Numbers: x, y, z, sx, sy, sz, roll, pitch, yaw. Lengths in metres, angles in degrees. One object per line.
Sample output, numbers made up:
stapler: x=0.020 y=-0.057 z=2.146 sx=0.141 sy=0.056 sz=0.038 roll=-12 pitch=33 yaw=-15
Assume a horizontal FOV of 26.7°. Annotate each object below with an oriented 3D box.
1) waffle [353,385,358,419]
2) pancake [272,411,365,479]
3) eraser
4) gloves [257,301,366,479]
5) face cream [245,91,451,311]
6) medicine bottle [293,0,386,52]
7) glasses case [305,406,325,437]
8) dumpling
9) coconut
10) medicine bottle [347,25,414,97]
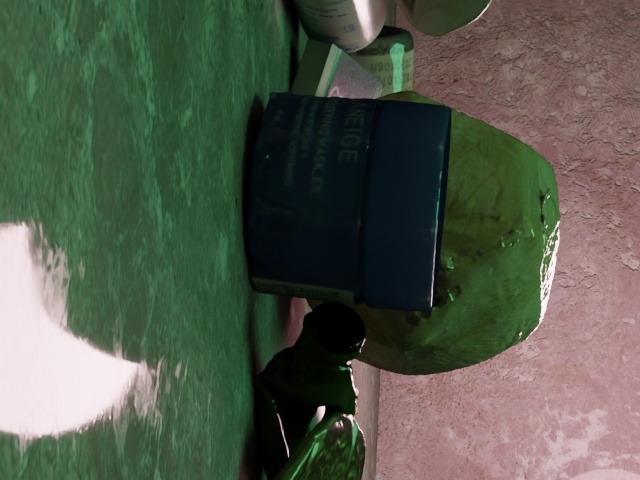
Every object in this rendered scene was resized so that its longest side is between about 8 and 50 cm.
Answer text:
waffle: x=0.034 y=0.379 z=2.415 sx=0.301 sy=0.058 sz=0.282 roll=-70 pitch=162 yaw=-74
pancake: x=-0.019 y=0.321 z=1.593 sx=0.250 sy=0.031 sz=0.250 roll=-44 pitch=147 yaw=-38
eraser: x=0.026 y=-0.222 z=1.973 sx=0.212 sy=0.046 sz=0.092 roll=25 pitch=84 yaw=-65
gloves: x=-0.017 y=0.185 z=1.624 sx=0.107 sy=0.135 sz=0.268 roll=-108 pitch=-148 yaw=-53
face cream: x=0.035 y=-0.046 z=1.597 sx=0.249 sy=0.225 sz=0.249 roll=4 pitch=90 yaw=-84
medicine bottle: x=0.016 y=-0.362 z=1.811 sx=0.341 sy=0.130 sz=0.130 roll=55 pitch=36 yaw=-78
glasses case: x=-0.019 y=0.317 z=1.780 sx=0.128 sy=0.083 sz=0.308 roll=84 pitch=9 yaw=-51
dumpling: x=0.169 y=-0.411 z=1.901 sx=0.318 sy=0.187 sz=0.243 roll=-4 pitch=-81 yaw=66
coconut: x=0.147 y=0.013 z=1.901 sx=0.404 sy=0.404 sz=0.405 roll=1 pitch=90 yaw=-84
medicine bottle: x=0.070 y=-0.203 z=2.179 sx=0.165 sy=0.165 sz=0.273 roll=-72 pitch=162 yaw=-69
